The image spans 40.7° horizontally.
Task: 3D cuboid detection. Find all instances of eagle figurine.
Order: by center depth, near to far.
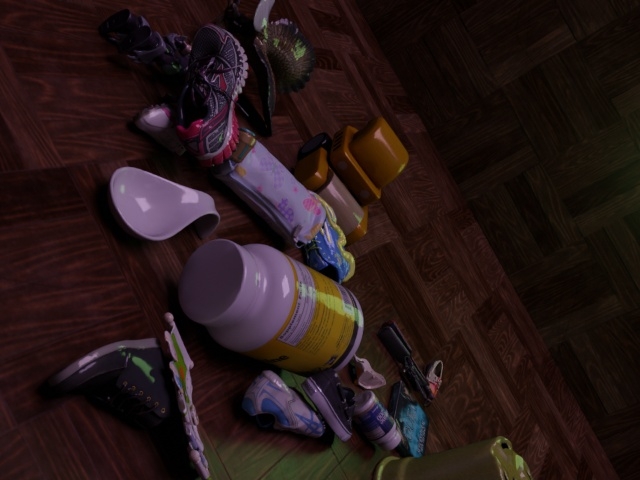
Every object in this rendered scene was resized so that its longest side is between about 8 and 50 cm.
[{"bbox_3d":[-0.137,-0.434,2.062,0.298,0.226,0.225,46,5,-19],"label":"eagle figurine"}]

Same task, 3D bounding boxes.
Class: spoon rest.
[{"bbox_3d":[-0.259,-0.055,1.476,0.276,0.084,0.137,9,54,-63],"label":"spoon rest"}]

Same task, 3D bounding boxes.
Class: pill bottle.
[{"bbox_3d":[-0.084,0.118,1.501,0.334,0.188,0.188,31,36,-49],"label":"pill bottle"},{"bbox_3d":[0.113,0.372,1.766,0.120,0.067,0.067,54,23,-15],"label":"pill bottle"}]

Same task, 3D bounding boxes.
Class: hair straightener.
[{"bbox_3d":[0.205,0.308,2.084,0.230,0.047,0.089,63,22,-6],"label":"hair straightener"}]

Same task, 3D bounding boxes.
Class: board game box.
[{"bbox_3d":[0.196,0.416,1.942,0.126,0.026,0.186,55,23,-15],"label":"board game box"}]

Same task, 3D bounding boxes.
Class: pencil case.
[{"bbox_3d":[-0.108,-0.100,1.811,0.273,0.113,0.124,46,47,-32],"label":"pencil case"}]

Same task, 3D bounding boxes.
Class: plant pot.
[{"bbox_3d":[0.284,0.516,1.712,0.276,0.254,0.276,46,26,-30],"label":"plant pot"}]

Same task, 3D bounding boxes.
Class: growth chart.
[{"bbox_3d":[-0.193,0.237,1.258,0.172,0.021,0.237,83,-8,-60],"label":"growth chart"}]

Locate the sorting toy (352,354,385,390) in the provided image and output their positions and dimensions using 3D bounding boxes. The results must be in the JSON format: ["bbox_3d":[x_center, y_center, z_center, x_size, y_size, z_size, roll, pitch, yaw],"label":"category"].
[{"bbox_3d":[0.094,0.279,1.877,0.083,0.045,0.075,38,24,-42],"label":"sorting toy"}]

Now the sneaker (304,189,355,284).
[{"bbox_3d":[0.000,0.000,1.946,0.240,0.091,0.126,56,23,-12],"label":"sneaker"}]

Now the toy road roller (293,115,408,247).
[{"bbox_3d":[0.083,-0.167,2.124,0.202,0.240,0.329,50,24,-22],"label":"toy road roller"}]

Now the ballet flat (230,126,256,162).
[{"bbox_3d":[-0.209,-0.204,1.719,0.080,0.073,0.232,24,1,-34],"label":"ballet flat"}]

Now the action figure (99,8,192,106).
[{"bbox_3d":[-0.306,-0.361,1.740,0.285,0.099,0.185,29,30,-57],"label":"action figure"}]

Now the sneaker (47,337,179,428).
[{"bbox_3d":[-0.263,0.201,1.159,0.118,0.083,0.222,65,22,9],"label":"sneaker"}]

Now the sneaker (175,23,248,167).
[{"bbox_3d":[-0.209,-0.290,1.623,0.112,0.121,0.299,42,38,-54],"label":"sneaker"}]

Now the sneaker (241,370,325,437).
[{"bbox_3d":[-0.064,0.297,1.497,0.085,0.086,0.237,42,-5,37],"label":"sneaker"}]

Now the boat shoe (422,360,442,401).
[{"bbox_3d":[0.286,0.353,2.186,0.049,0.043,0.137,55,24,-18],"label":"boat shoe"}]

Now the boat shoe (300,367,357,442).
[{"bbox_3d":[0.030,0.297,1.586,0.080,0.076,0.228,47,-10,39],"label":"boat shoe"}]

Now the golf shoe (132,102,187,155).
[{"bbox_3d":[-0.280,-0.206,1.634,0.186,0.067,0.086,5,60,-64],"label":"golf shoe"}]
